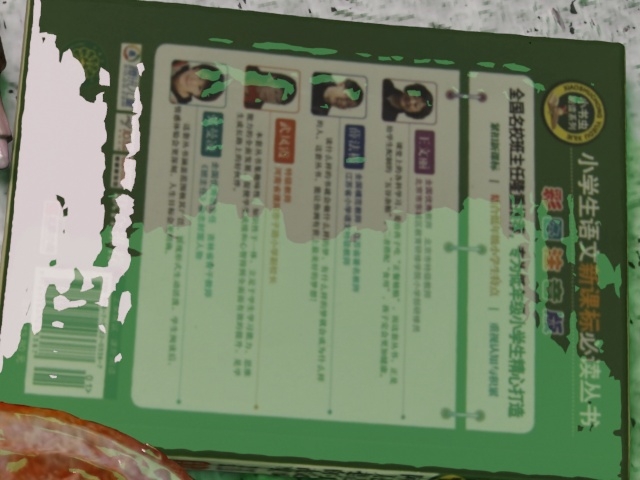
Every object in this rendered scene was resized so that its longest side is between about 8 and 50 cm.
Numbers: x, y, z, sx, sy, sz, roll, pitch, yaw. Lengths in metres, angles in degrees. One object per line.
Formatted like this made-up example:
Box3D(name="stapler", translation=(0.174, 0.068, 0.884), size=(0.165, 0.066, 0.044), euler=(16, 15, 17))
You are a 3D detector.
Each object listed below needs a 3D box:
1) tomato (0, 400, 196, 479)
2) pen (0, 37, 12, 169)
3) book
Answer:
Box3D(name="tomato", translation=(-0.123, 0.180, 0.682), size=(0.237, 0.095, 0.236), euler=(10, 60, -17))
Box3D(name="pen", translation=(-0.163, -0.117, 0.802), size=(0.032, 0.053, 0.197), euler=(-18, 75, -10))
Box3D(name="book", translation=(0.000, 0.000, 0.801), size=(0.264, 0.027, 0.202), euler=(4, 71, -6))
